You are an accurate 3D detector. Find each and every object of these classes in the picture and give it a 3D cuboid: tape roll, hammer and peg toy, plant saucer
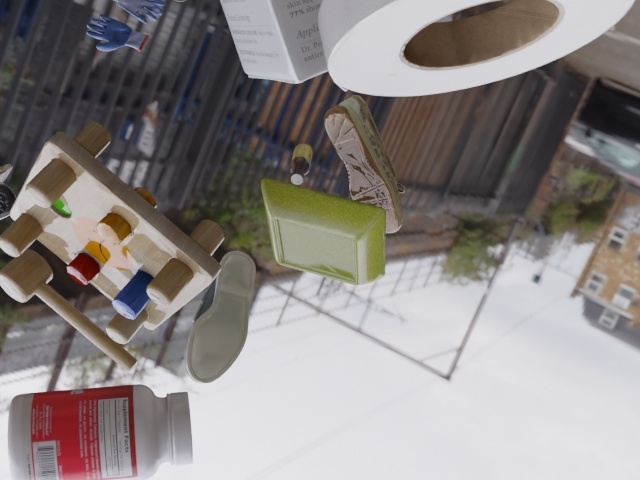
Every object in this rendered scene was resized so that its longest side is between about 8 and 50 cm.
[{"bbox_3d":[0.190,-0.282,1.181,0.392,0.072,0.392,-11,170,-2],"label":"tape roll"},{"bbox_3d":[-0.287,0.019,1.258,0.266,0.127,0.361,40,147,-8],"label":"hammer and peg toy"},{"bbox_3d":[0.000,0.000,1.404,0.188,0.045,0.188,15,149,13],"label":"plant saucer"}]

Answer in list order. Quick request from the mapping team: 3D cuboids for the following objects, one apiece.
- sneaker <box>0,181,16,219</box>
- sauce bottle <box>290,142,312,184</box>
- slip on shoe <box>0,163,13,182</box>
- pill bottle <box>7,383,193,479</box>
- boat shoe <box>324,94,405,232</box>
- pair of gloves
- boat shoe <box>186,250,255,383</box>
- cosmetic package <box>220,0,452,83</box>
[{"bbox_3d":[-0.657,-0.076,1.847,0.235,0.084,0.097,-5,-174,32],"label":"sneaker"},{"bbox_3d":[-0.041,-0.157,1.970,0.042,0.042,0.128,21,-145,-8],"label":"sauce bottle"},{"bbox_3d":[-0.702,-0.141,2.035,0.041,0.051,0.135,37,-157,-6],"label":"slip on shoe"},{"bbox_3d":[-0.510,0.458,2.239,0.408,0.229,0.229,-3,-162,-10],"label":"pill bottle"},{"bbox_3d":[0.106,-0.151,1.904,0.105,0.285,0.089,-3,-152,44],"label":"boat shoe"},{"bbox_3d":[-0.483,-0.549,2.355,0.159,0.198,0.023,21,168,7],"label":"pair of gloves"},{"bbox_3d":[-0.217,0.176,2.053,0.116,0.099,0.319,21,-124,-11],"label":"boat shoe"},{"bbox_3d":[-0.012,-0.533,1.755,0.329,0.393,0.327,-23,-162,-14],"label":"cosmetic package"}]
